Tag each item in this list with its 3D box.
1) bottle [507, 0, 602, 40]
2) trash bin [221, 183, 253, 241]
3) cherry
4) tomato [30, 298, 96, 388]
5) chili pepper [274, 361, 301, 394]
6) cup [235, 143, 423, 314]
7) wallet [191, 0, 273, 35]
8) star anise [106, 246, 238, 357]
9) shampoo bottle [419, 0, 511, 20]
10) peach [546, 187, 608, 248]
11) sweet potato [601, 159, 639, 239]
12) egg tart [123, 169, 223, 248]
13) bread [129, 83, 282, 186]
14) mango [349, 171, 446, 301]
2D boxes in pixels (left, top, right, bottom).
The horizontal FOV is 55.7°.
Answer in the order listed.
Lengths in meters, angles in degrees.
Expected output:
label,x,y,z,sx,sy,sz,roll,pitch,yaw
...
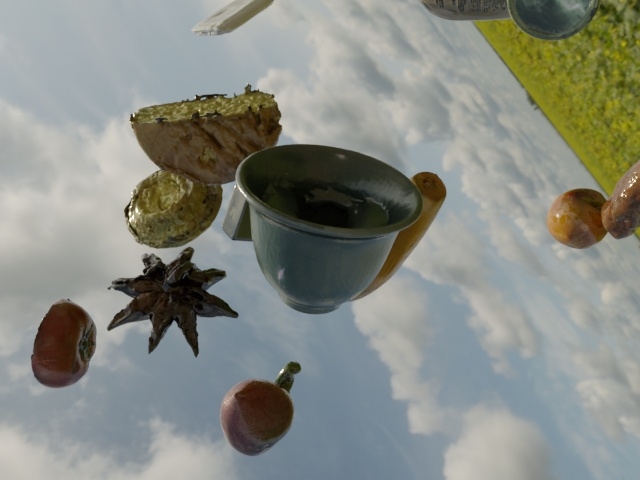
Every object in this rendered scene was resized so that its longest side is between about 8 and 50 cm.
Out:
label,x,y,z,sx,sy,sz,roll,pitch,yaw
bottle,0.230,-0.247,0.542,0.072,0.072,0.201,49,-132,-8
trash bin,-0.161,-0.081,1.817,0.236,0.177,0.101,2,-149,-41
cherry,-0.205,0.526,1.860,0.239,0.239,0.206,46,179,-15
tomato,-0.615,0.255,1.493,0.225,0.084,0.225,6,-90,-83
chili pepper,-0.129,0.493,2.046,0.072,0.204,0.073,-2,-148,-45
cup,0.000,0.000,0.673,0.198,0.150,0.199,7,-148,-5
wallet,-0.183,-0.489,1.310,0.124,0.183,0.032,18,143,42
star anise,-0.291,0.101,1.194,0.271,0.103,0.272,6,-132,-7
shampoo bottle,0.266,-0.457,1.092,0.078,0.256,0.127,-52,-33,-36
peach,0.579,-0.050,1.366,0.138,0.138,0.138,41,-155,-24
sweet potato,0.632,-0.098,1.199,0.252,0.097,0.097,92,160,-54
egg tart,-0.393,-0.104,1.584,0.095,0.278,0.279,68,-179,-55
bread,-0.199,-0.184,1.101,0.160,0.260,0.147,-119,20,-62
mango,0.140,-0.004,1.341,0.144,0.359,0.187,43,-175,3
